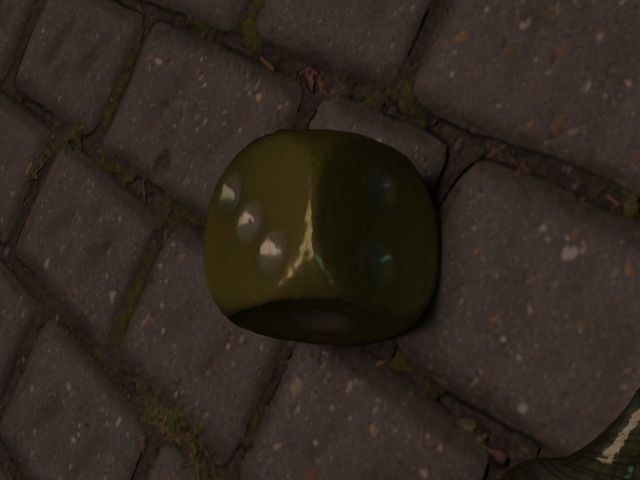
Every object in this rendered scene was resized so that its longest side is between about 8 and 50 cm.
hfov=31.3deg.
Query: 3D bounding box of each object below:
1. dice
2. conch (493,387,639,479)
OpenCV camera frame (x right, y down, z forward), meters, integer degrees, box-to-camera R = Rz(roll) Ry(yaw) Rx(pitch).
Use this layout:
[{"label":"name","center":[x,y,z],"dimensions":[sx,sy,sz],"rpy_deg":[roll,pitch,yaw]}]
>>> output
[{"label":"dice","center":[0.000,0.000,1.095],"dimensions":[0.166,0.169,0.169],"rpy_deg":[-17,62,44]},{"label":"conch","center":[0.203,0.192,0.826],"dimensions":[0.234,0.137,0.114],"rpy_deg":[-35,74,6]}]
